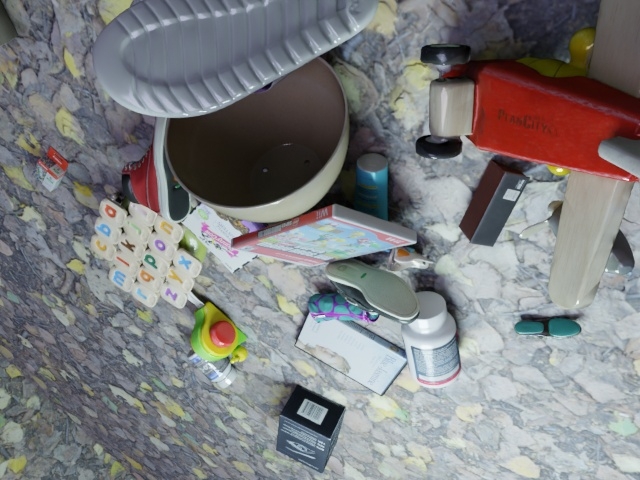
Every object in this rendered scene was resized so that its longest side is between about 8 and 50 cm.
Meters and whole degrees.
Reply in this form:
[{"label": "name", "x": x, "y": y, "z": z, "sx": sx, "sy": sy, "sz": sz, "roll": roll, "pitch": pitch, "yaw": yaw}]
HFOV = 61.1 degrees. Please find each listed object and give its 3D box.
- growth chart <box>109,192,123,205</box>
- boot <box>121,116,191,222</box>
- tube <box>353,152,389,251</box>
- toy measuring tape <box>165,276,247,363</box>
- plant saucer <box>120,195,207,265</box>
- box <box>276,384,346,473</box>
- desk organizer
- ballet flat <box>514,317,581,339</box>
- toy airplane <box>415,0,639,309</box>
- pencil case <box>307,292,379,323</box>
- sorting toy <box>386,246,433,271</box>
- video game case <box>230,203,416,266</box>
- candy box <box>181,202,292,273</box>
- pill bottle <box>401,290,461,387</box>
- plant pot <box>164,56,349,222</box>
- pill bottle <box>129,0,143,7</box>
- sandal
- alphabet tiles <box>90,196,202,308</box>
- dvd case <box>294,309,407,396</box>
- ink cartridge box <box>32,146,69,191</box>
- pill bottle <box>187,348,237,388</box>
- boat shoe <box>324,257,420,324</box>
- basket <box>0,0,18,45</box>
[{"label": "growth chart", "x": -0.450, "y": -0.016, "z": 1.360, "sx": 0.237, "sy": 0.021, "sz": 0.172, "roll": 37, "pitch": 137, "yaw": 0}, {"label": "boot", "x": -0.347, "y": -0.174, "z": 1.106, "sx": 0.176, "sy": 0.088, "sz": 0.244, "roll": 23, "pitch": 118, "yaw": 29}, {"label": "tube", "x": 0.091, "y": -0.061, "z": 0.982, "sx": 0.080, "sy": 0.052, "sz": 0.207, "roll": 20, "pitch": 141, "yaw": 22}, {"label": "toy measuring tape", "x": -0.319, "y": 0.213, "z": 1.394, "sx": 0.330, "sy": 0.121, "sz": 0.121, "roll": 44, "pitch": 135, "yaw": -15}, {"label": "plant saucer", "x": -0.381, "y": -0.014, "z": 1.277, "sx": 0.241, "sy": 0.037, "sz": 0.241, "roll": 11, "pitch": 121, "yaw": 18}, {"label": "box", "x": -0.030, "y": 0.523, "z": 1.499, "sx": 0.153, "sy": 0.108, "sz": 0.207, "roll": 22, "pitch": 135, "yaw": 13}, {"label": "desk organizer", "x": 0.273, "y": -0.059, "z": 0.866, "sx": 0.047, "sy": 0.050, "sz": 0.130, "roll": 8, "pitch": 121, "yaw": -19}, {"label": "ballet flat", "x": 0.414, "y": 0.162, "z": 0.984, "sx": 0.114, "sy": 0.041, "sz": 0.041, "roll": -5, "pitch": 123, "yaw": 34}, {"label": "toy airplane", "x": 0.322, "y": -0.143, "z": 0.612, "sx": 0.384, "sy": 0.272, "sz": 0.386, "roll": 66, "pitch": 152, "yaw": 13}, {"label": "pencil case", "x": 0.049, "y": 0.145, "z": 1.160, "sx": 0.152, "sy": 0.070, "sz": 0.064, "roll": -5, "pitch": 123, "yaw": 33}, {"label": "sorting toy", "x": 0.170, "y": 0.036, "z": 1.014, "sx": 0.075, "sy": 0.044, "sz": 0.083, "roll": 15, "pitch": 165, "yaw": 0}, {"label": "video game case", "x": 0.000, "y": 0.000, "z": 0.986, "sx": 0.204, "sy": 0.025, "sz": 0.285, "roll": 15, "pitch": 159, "yaw": -40}, {"label": "candy box", "x": -0.175, "y": -0.039, "z": 1.138, "sx": 0.165, "sy": 0.070, "sz": 0.196, "roll": 46, "pitch": 135, "yaw": -12}, {"label": "pill bottle", "x": 0.217, "y": 0.194, "z": 1.073, "sx": 0.108, "sy": 0.108, "sz": 0.180, "roll": 5, "pitch": 128, "yaw": 28}, {"label": "plant pot", "x": -0.080, "y": -0.144, "z": 0.885, "sx": 0.284, "sy": 0.284, "sz": 0.191, "roll": 17, "pitch": 165, "yaw": 18}, {"label": "pill bottle", "x": -0.199, "y": -0.393, "z": 0.815, "sx": 0.124, "sy": 0.124, "sz": 0.221, "roll": 49, "pitch": 134, "yaw": -13}, {"label": "sandal", "x": -0.116, "y": -0.283, "z": 0.786, "sx": 0.416, "sy": 0.102, "sz": 0.169, "roll": -15, "pitch": 97, "yaw": 4}, {"label": "alphabet tiles", "x": -0.412, "y": 0.031, "z": 1.279, "sx": 0.278, "sy": 0.021, "sz": 0.284, "roll": 33, "pitch": 125, "yaw": 3}, {"label": "dvd case", "x": 0.068, "y": 0.260, "z": 1.280, "sx": 0.253, "sy": 0.022, "sz": 0.180, "roll": 28, "pitch": 135, "yaw": 7}, {"label": "ink cartridge box", "x": -0.673, "y": -0.177, "z": 1.351, "sx": 0.063, "sy": 0.029, "sz": 0.115, "roll": 45, "pitch": 135, "yaw": -10}, {"label": "pill bottle", "x": -0.304, "y": 0.350, "z": 1.539, "sx": 0.078, "sy": 0.078, "sz": 0.137, "roll": -28, "pitch": 109, "yaw": 43}, {"label": "boat shoe", "x": 0.105, "y": 0.104, "z": 1.051, "sx": 0.233, "sy": 0.084, "sz": 0.079, "roll": 26, "pitch": 144, "yaw": 46}, {"label": "basket", "x": -0.707, "y": -0.478, "z": 1.037, "sx": 0.204, "sy": 0.154, "sz": 0.226, "roll": 4, "pitch": 131, "yaw": 30}]
